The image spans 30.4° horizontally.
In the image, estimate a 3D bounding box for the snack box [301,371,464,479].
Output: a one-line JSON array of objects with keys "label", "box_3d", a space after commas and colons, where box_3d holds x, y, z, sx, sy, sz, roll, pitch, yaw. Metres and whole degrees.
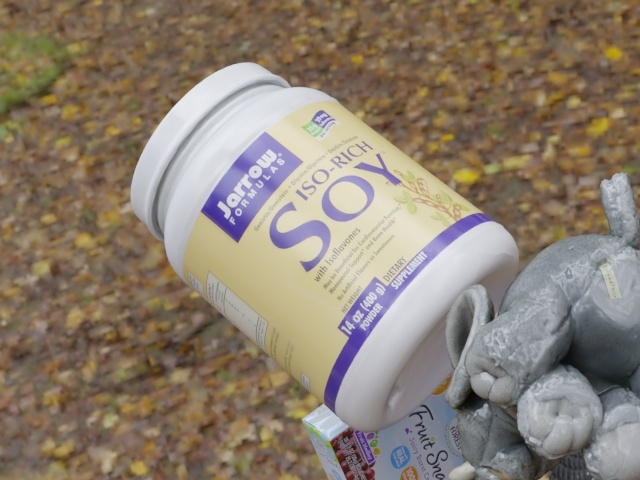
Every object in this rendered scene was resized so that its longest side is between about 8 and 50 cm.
[{"label": "snack box", "box_3d": [0.095, 0.245, 1.357, 0.174, 0.207, 0.070, -32, 30, -20]}]

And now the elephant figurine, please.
[{"label": "elephant figurine", "box_3d": [0.144, 0.102, 0.812, 0.186, 0.169, 0.239, -32, -9, -21]}]

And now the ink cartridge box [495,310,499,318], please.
[{"label": "ink cartridge box", "box_3d": [0.246, 0.128, 1.792, 0.056, 0.135, 0.099, -30, 26, -12]}]

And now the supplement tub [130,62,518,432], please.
[{"label": "supplement tub", "box_3d": [0.000, 0.000, 1.156, 0.331, 0.241, 0.241, 39, 53, 19]}]

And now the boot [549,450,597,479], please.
[{"label": "boot", "box_3d": [0.333, 0.180, 1.073, 0.222, 0.338, 0.118, 8, -13, -6]}]
